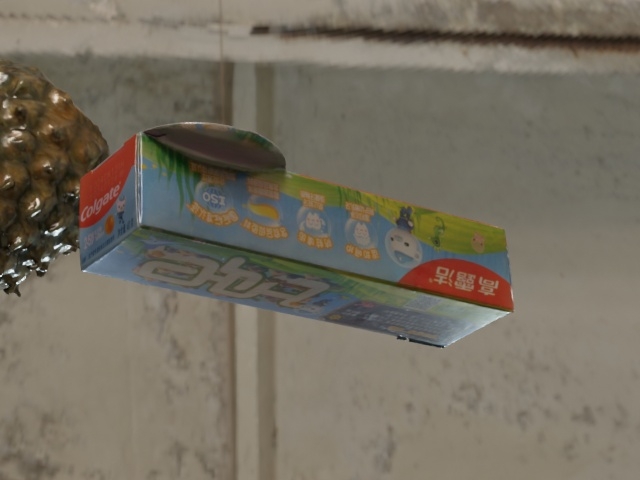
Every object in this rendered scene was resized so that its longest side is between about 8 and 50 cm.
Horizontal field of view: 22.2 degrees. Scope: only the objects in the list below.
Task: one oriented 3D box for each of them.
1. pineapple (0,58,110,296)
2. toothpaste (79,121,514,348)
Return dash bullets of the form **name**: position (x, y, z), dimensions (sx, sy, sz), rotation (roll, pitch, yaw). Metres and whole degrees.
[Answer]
- **pineapple**: position (-0.209, 0.013, 0.765), dimensions (0.125, 0.251, 0.125), rotation (25, -40, 23)
- **toothpaste**: position (0.000, 0.000, 0.689), dimensions (0.193, 0.044, 0.070), rotation (13, -29, -33)
